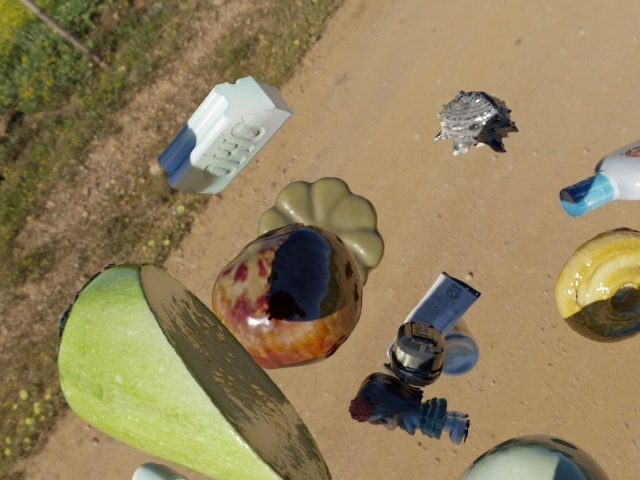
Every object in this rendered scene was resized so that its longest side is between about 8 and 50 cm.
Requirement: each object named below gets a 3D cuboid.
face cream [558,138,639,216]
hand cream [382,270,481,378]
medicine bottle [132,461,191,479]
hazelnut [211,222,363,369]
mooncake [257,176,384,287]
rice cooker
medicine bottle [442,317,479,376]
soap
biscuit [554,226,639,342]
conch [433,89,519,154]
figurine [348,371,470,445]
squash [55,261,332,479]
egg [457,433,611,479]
[{"bbox_3d":[0.628,-0.141,1.054,0.337,0.080,0.163,-24,25,-1],"label":"face cream"},{"bbox_3d":[0.288,0.226,1.461,0.121,0.076,0.336,37,70,17],"label":"hand cream"},{"bbox_3d":[-0.180,0.282,0.621,0.083,0.047,0.047,-7,56,52],"label":"medicine bottle"},{"bbox_3d":[-0.045,0.089,0.832,0.234,0.218,0.218,-37,43,-11],"label":"hazelnut"},{"bbox_3d":[0.000,0.000,1.570,0.378,0.201,0.378,0,82,-3],"label":"mooncake"},{"bbox_3d":[0.210,0.240,1.172,0.112,0.165,0.106,12,103,5],"label":"rice cooker"},{"bbox_3d":[0.369,0.279,1.614,0.144,0.144,0.252,-38,18,10],"label":"medicine bottle"},{"bbox_3d":[-0.218,-0.236,1.250,0.289,0.173,0.095,-42,67,26],"label":"soap"},{"bbox_3d":[0.724,0.118,1.329,0.296,0.296,0.102,-41,19,7],"label":"biscuit"},{"bbox_3d":[0.479,-0.351,1.631,0.240,0.186,0.313,1,18,-7],"label":"conch"},{"bbox_3d":[0.189,0.361,1.156,0.245,0.138,0.110,15,95,12],"label":"figurine"},{"bbox_3d":[-0.094,0.118,0.514,0.260,0.189,0.189,2,62,29],"label":"squash"},{"bbox_3d":[0.345,0.492,0.926,0.258,0.258,0.352,41,112,46],"label":"egg"}]
